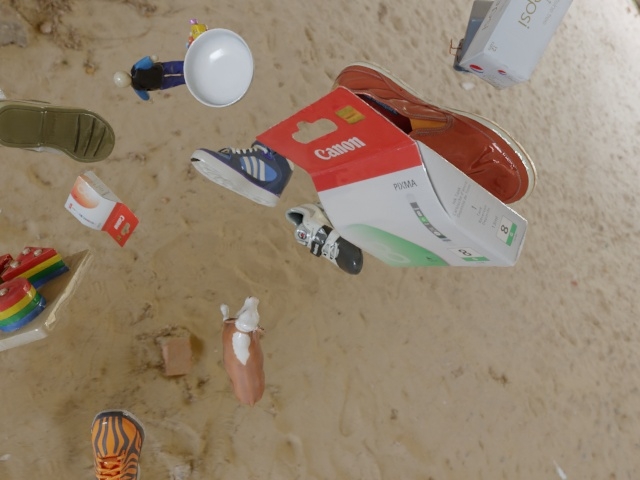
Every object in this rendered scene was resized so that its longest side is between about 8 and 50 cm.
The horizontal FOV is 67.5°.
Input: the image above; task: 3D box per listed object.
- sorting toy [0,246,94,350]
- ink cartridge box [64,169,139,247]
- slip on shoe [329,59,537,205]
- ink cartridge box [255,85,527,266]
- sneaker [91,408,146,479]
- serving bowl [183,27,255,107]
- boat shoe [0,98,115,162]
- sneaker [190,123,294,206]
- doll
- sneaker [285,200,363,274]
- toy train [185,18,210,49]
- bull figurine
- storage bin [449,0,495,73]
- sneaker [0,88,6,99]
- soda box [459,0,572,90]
[{"bbox_3d":[-0.636,0.107,0.973,0.257,0.256,0.089,-96,167,-57],"label":"sorting toy"},{"bbox_3d":[-0.568,-0.070,1.239,0.179,0.145,0.045,48,40,-2],"label":"ink cartridge box"},{"bbox_3d":[0.151,-0.143,0.696,0.331,0.123,0.101,33,55,8],"label":"slip on shoe"},{"bbox_3d":[0.054,-0.041,0.465,0.225,0.181,0.056,27,75,-26],"label":"ink cartridge box"},{"bbox_3d":[-0.492,0.567,1.148,0.125,0.321,0.180,0,29,-10],"label":"sneaker"},{"bbox_3d":[-0.109,-0.189,0.534,0.083,0.083,0.027,62,16,0],"label":"serving bowl"},{"bbox_3d":[-0.537,-0.225,0.939,0.302,0.103,0.113,-3,112,-74],"label":"boat shoe"},{"bbox_3d":[-0.214,-0.265,1.443,0.323,0.130,0.236,29,76,-40],"label":"sneaker"},{"bbox_3d":[-0.381,-0.372,1.099,0.046,0.129,0.189,47,43,17],"label":"doll"},{"bbox_3d":[0.000,0.000,1.478,0.146,0.122,0.330,-8,38,-34],"label":"sneaker"},{"bbox_3d":[-0.277,-0.462,1.164,0.046,0.125,0.166,-22,59,-24],"label":"toy train"},{"bbox_3d":[-0.194,0.261,1.194,0.101,0.188,0.310,-4,113,-14],"label":"bull figurine"},{"bbox_3d":[0.290,-0.376,0.875,0.098,0.091,0.135,11,44,13],"label":"storage bin"},{"bbox_3d":[-0.890,-0.414,1.227,0.080,0.094,0.212,-40,120,-7],"label":"sneaker"},{"bbox_3d":[0.264,-0.301,0.588,0.069,0.074,0.216,27,94,-10],"label":"soda box"}]
